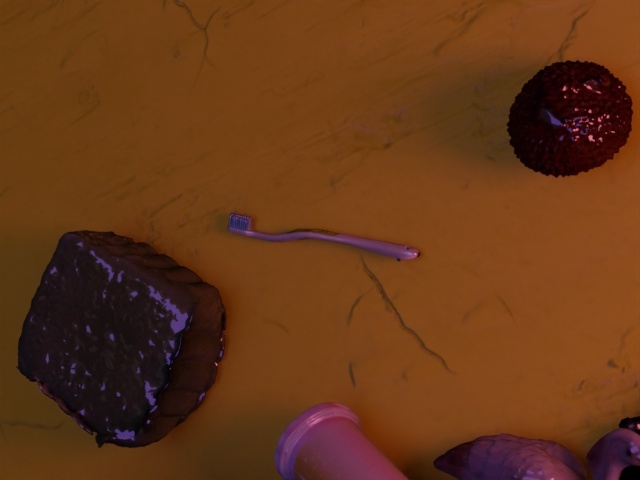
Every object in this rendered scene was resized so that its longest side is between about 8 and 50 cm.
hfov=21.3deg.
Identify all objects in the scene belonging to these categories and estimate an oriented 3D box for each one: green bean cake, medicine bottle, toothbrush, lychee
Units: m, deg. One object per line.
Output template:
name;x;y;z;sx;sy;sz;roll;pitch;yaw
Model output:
green bean cake;-0.236;0.120;2.028;0.227;0.125;0.223;32;104;27
medicine bottle;0.105;0.329;1.742;0.426;0.108;0.108;43;112;44
toothbrush;0.000;0.000;1.938;0.263;0.022;0.026;11;107;32
lychee;0.250;-0.123;1.726;0.129;0.123;0.123;-23;76;47

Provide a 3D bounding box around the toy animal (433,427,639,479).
toy animal;0.231;0.255;1.744;0.324;0.090;0.195;-46;69;35

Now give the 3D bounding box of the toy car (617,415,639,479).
toy car;0.373;0.205;1.672;0.216;0.063;0.103;-30;72;47
